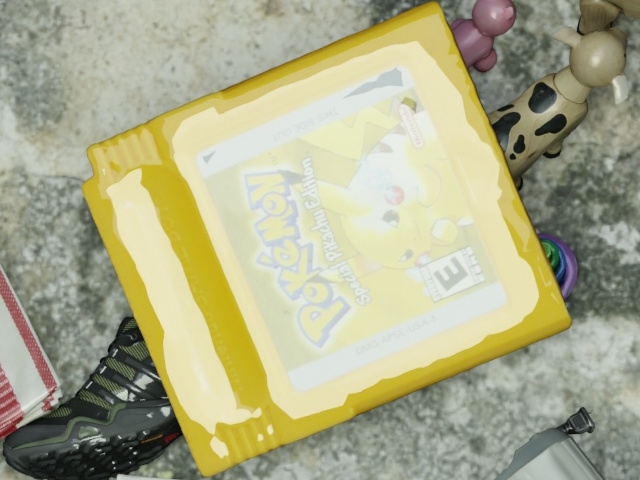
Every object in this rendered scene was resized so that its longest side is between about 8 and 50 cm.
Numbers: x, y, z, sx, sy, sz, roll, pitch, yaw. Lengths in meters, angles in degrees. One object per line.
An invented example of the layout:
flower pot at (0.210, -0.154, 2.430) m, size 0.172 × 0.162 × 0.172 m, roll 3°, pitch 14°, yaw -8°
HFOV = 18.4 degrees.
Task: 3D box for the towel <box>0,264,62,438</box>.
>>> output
towel at (-0.403, 0.109, 1.633) m, size 0.329 × 0.037 × 0.237 m, roll -28°, pitch 72°, yaw -4°

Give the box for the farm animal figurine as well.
farm animal figurine at (0.235, -0.213, 1.674) m, size 0.326 × 0.172 × 0.330 m, roll -3°, pitch 76°, yaw 2°

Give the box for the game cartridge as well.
game cartridge at (0.000, 0.000, 1.579) m, size 0.323 × 0.053 × 0.285 m, roll -23°, pitch 91°, yaw 1°

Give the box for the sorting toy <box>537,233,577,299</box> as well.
sorting toy at (0.036, -0.006, 1.656) m, size 0.365 × 0.126 × 0.127 m, roll 10°, pitch 76°, yaw 6°

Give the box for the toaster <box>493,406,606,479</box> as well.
toaster at (0.162, 0.250, 1.495) m, size 0.227 × 0.129 × 0.146 m, roll -37°, pitch 71°, yaw -11°

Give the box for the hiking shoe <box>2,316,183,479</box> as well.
hiking shoe at (-0.163, 0.128, 1.665) m, size 0.227 × 0.086 × 0.114 m, roll -18°, pitch 60°, yaw -6°

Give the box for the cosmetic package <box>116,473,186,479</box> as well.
cosmetic package at (-0.130, 0.317, 1.615) m, size 0.099 × 0.060 × 0.239 m, roll 6°, pitch 76°, yaw 1°
